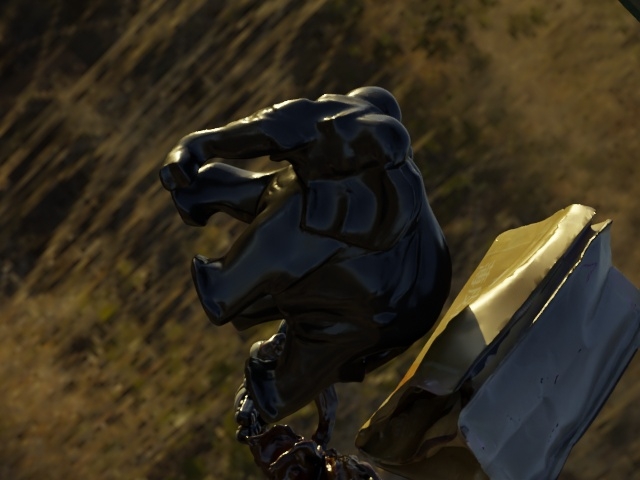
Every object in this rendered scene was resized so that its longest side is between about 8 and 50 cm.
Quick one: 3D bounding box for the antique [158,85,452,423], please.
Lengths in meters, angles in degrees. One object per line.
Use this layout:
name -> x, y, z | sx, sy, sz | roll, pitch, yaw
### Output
antique -> 0.000, 0.000, 1.695 | 0.185, 0.255, 0.322 | -95, 162, -61

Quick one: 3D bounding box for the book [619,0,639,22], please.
book -> 0.391, -0.215, 1.499 | 0.283, 0.215, 0.025 | 47, 47, 1

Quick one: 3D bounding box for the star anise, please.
star anise -> -0.006, 0.269, 2.119 | 0.237, 0.148, 0.346 | 23, -41, 63

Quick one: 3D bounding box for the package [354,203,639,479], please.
package -> 0.186, 0.098, 1.741 | 0.311, 0.221, 0.165 | -49, 138, -29

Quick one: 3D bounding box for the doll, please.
doll -> -0.074, 0.191, 2.245 | 0.219, 0.067, 0.091 | -61, 152, -56
